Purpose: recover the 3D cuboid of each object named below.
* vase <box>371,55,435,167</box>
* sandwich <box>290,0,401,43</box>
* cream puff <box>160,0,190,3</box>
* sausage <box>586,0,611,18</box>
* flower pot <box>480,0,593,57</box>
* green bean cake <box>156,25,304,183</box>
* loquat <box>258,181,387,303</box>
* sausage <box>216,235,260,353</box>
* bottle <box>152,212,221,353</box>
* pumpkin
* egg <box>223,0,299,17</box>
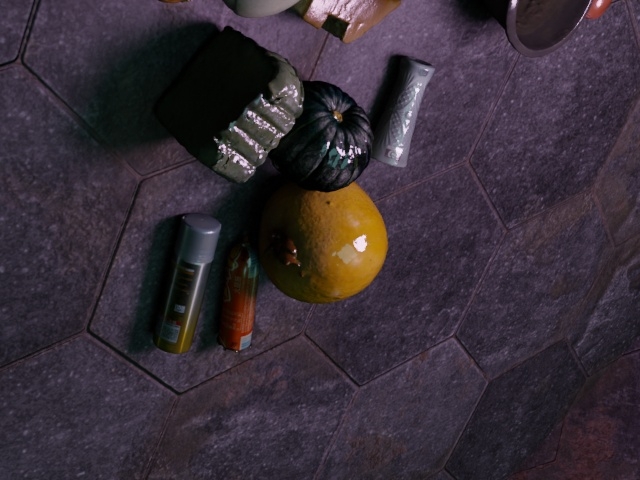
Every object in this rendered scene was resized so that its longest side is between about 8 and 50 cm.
[{"bbox_3d":[0.171,-0.272,1.991,0.096,0.096,0.219,0,116,-42],"label":"vase"},{"bbox_3d":[0.036,-0.435,1.723,0.235,0.122,0.128,16,106,-47],"label":"sandwich"},{"bbox_3d":[-0.238,-0.452,1.472,0.165,0.115,0.150,-55,147,-9],"label":"cream puff"},{"bbox_3d":[0.659,-0.603,2.190,0.077,0.077,0.194,11,113,-46],"label":"sausage"},{"bbox_3d":[0.432,-0.534,1.972,0.269,0.166,0.269,-26,136,-28],"label":"flower pot"},{"bbox_3d":[-0.147,-0.237,1.633,0.227,0.222,0.125,-53,139,9],"label":"green bean cake"},{"bbox_3d":[0.000,0.000,1.906,0.275,0.275,0.275,-23,133,-28],"label":"loquat"},{"bbox_3d":[-0.166,0.107,1.987,0.083,0.083,0.264,-13,126,-35],"label":"sausage"},{"bbox_3d":[-0.265,0.086,1.874,0.082,0.082,0.286,-5,123,-39],"label":"bottle"},{"bbox_3d":[-0.005,-0.197,1.794,0.220,0.220,0.162,-8,159,-38],"label":"pumpkin"},{"bbox_3d":[-0.084,-0.463,1.543,0.183,0.183,0.217,41,73,-49],"label":"egg"}]
